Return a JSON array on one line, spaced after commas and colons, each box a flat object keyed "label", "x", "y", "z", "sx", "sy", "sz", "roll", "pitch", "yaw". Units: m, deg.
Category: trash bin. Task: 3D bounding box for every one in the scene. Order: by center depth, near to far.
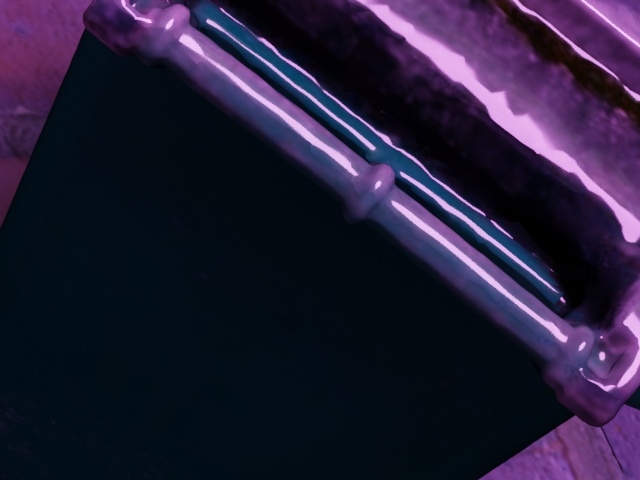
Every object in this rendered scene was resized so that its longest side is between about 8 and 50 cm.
[{"label": "trash bin", "x": 0.000, "y": 0.000, "z": 0.603, "sx": 0.259, "sy": 0.381, "sz": 0.295, "roll": 37, "pitch": 43, "yaw": -1}]
